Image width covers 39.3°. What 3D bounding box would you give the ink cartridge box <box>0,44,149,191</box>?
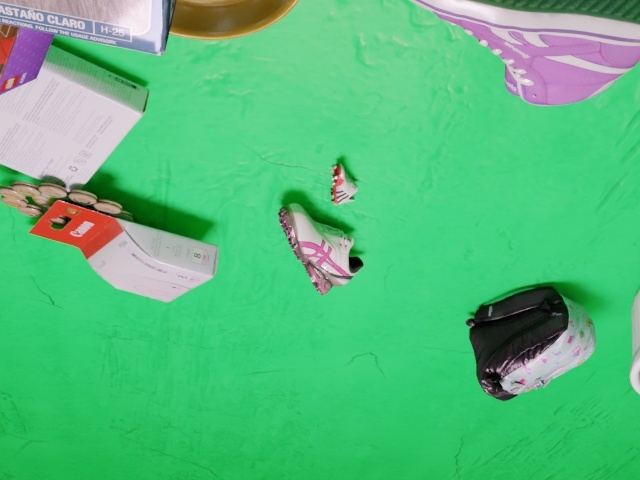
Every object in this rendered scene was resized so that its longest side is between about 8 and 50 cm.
[{"bbox_3d":[-0.351,-0.156,1.067,0.224,0.045,0.223,22,145,-27],"label":"ink cartridge box"}]

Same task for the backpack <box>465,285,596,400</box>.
[{"bbox_3d":[0.327,0.152,1.382,0.115,0.151,0.182,26,130,-37],"label":"backpack"}]

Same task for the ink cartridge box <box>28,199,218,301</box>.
[{"bbox_3d":[-0.288,0.022,1.285,0.232,0.066,0.189,13,160,-27],"label":"ink cartridge box"}]

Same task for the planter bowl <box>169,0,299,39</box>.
[{"bbox_3d":[-0.111,-0.287,0.794,0.217,0.090,0.217,4,147,3],"label":"planter bowl"}]

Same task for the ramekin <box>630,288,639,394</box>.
[{"bbox_3d":[0.590,0.137,1.310,0.277,0.135,0.277,3,147,2],"label":"ramekin"}]

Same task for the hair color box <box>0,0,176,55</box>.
[{"bbox_3d":[-0.151,-0.289,0.561,0.174,0.347,0.105,10,147,-7],"label":"hair color box"}]

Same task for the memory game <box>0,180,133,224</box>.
[{"bbox_3d":[-0.348,-0.043,1.229,0.186,0.012,0.186,8,164,2],"label":"memory game"}]

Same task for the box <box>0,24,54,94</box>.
[{"bbox_3d":[-0.290,-0.284,0.759,0.201,0.057,0.293,49,139,2],"label":"box"}]

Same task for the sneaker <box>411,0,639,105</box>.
[{"bbox_3d":[0.183,-0.201,0.881,0.282,0.102,0.161,12,149,-11],"label":"sneaker"}]

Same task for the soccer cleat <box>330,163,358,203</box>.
[{"bbox_3d":[0.032,-0.074,1.164,0.036,0.029,0.083,-3,150,-4],"label":"soccer cleat"}]

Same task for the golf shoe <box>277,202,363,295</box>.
[{"bbox_3d":[0.000,0.000,1.259,0.086,0.067,0.186,-29,141,2],"label":"golf shoe"}]
